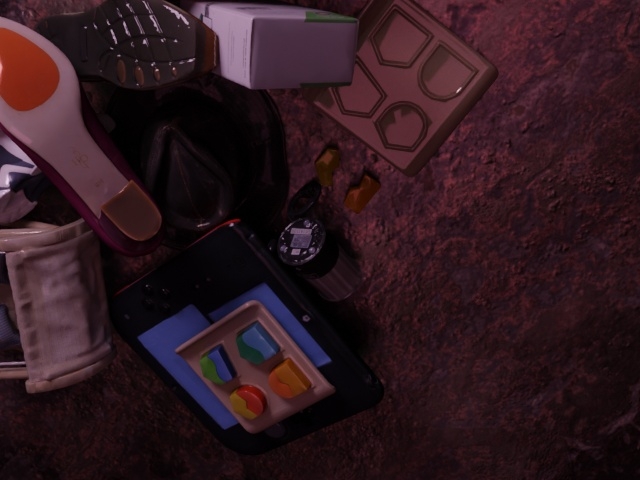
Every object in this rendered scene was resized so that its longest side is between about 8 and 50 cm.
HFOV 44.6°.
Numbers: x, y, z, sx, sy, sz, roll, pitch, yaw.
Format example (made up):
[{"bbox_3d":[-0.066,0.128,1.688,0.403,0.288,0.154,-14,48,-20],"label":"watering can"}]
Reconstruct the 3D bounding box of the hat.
[{"bbox_3d":[-0.204,-0.113,1.192,0.331,0.134,0.332,1,111,3],"label":"hat"}]

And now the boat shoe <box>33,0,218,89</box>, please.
[{"bbox_3d":[-0.261,-0.270,1.085,0.323,0.120,0.123,11,102,34],"label":"boat shoe"}]

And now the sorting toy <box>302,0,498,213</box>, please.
[{"bbox_3d":[0.091,-0.203,1.196,0.229,0.041,0.307,34,109,-14],"label":"sorting toy"}]

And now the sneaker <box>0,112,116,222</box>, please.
[{"bbox_3d":[-0.436,-0.151,1.194,0.235,0.094,0.153,-39,66,6],"label":"sneaker"}]

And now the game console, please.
[{"bbox_3d":[-0.132,0.179,1.281,0.342,0.060,0.387,-29,109,35],"label":"game console"}]

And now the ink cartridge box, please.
[{"bbox_3d":[-0.077,-0.272,1.057,0.160,0.219,0.093,-9,115,-31],"label":"ink cartridge box"}]

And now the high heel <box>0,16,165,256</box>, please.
[{"bbox_3d":[-0.357,-0.132,1.097,0.127,0.181,0.377,-34,92,-17],"label":"high heel"}]

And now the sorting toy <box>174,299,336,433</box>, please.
[{"bbox_3d":[-0.108,0.212,1.244,0.193,0.038,0.208,-34,106,29],"label":"sorting toy"}]

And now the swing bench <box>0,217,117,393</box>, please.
[{"bbox_3d":[-0.479,0.092,1.237,0.254,0.165,0.253,3,110,18],"label":"swing bench"}]

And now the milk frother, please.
[{"bbox_3d":[0.000,0.000,1.249,0.143,0.129,0.135,-57,141,-12],"label":"milk frother"}]
